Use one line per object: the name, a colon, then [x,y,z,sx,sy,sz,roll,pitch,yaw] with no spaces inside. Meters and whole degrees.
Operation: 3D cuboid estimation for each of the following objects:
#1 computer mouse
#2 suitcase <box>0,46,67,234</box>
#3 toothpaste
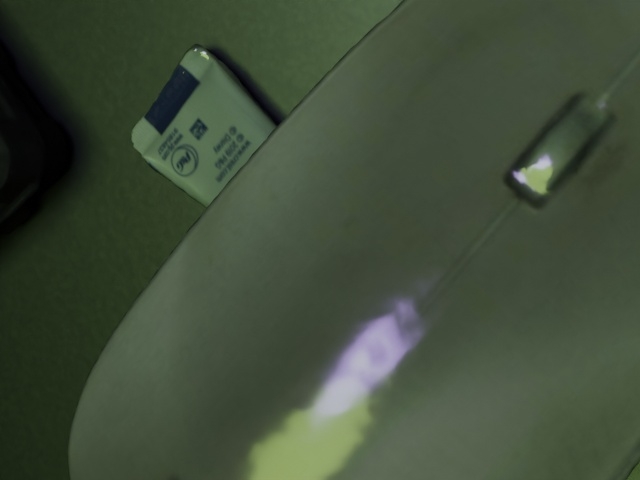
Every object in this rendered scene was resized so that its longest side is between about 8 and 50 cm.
computer mouse: [0.036,0.038,0.516,0.197,0.095,0.331,38,95,8]
suitcase: [-0.284,-0.033,0.693,0.285,0.066,0.206,-40,82,23]
toothpaste: [0.000,0.000,0.594,0.216,0.037,0.062,43,104,14]
